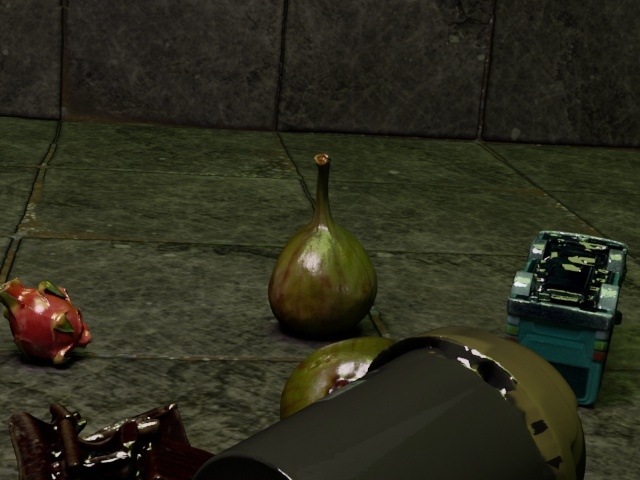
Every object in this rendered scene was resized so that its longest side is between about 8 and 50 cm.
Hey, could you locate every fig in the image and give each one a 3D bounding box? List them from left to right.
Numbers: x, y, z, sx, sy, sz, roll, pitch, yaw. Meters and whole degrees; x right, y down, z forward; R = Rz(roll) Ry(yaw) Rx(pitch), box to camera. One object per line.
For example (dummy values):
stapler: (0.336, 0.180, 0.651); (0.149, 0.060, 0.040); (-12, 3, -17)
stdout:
fig: (0.000, 0.000, 1.542); (0.149, 0.245, 0.149); (0, 21, 0)
fig: (0.058, 0.178, 1.216); (0.151, 0.151, 0.259); (10, -11, 19)

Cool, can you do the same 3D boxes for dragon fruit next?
dragon fruit: (-0.318, 0.088, 1.394); (0.086, 0.116, 0.081); (-16, 33, 31)

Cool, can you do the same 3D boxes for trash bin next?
trash bin: (0.076, 0.189, 0.945); (0.214, 0.214, 0.333); (17, 25, 38)

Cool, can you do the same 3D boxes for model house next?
model house: (-0.158, 0.185, 1.005); (0.164, 0.141, 0.203); (-21, 26, -12)

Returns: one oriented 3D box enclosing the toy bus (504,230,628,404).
toy bus: (0.299, 0.087, 1.492); (0.128, 0.147, 0.256); (10, 21, 15)
